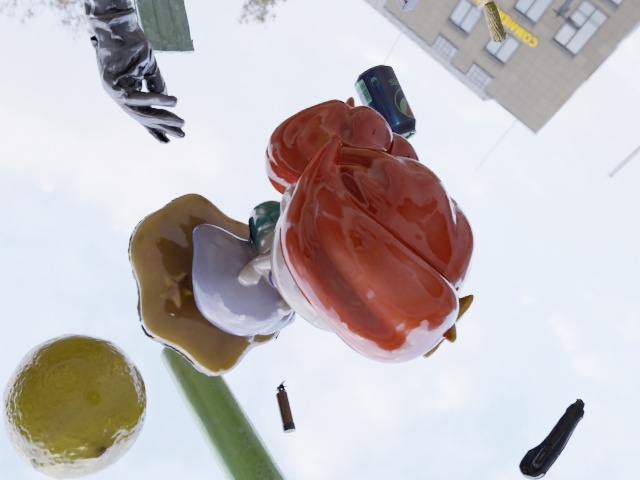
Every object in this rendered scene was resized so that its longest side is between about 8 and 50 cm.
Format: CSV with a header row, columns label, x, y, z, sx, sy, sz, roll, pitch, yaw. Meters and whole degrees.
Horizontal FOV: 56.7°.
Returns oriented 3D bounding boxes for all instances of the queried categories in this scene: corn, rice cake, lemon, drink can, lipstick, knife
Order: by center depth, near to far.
label,x,y,z,sx,sy,sz,roll,pitch,yaw
knife,0.292,0.248,0.741,0.018,0.121,0.031,40,176,-38
lemon,-0.326,0.215,0.793,0.178,0.178,0.203,-13,-141,-32
lipstick,-0.142,0.272,0.878,0.076,0.076,0.304,-16,-127,-34
corn,0.321,-0.397,1.087,0.083,0.028,0.027,61,-154,-30
rice cake,-0.354,-0.523,1.317,0.124,0.038,0.211,-10,-79,-29
drink can,0.175,-0.357,1.583,0.118,0.118,0.205,-20,-95,-35

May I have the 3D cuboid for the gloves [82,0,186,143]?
label,x,y,z,sx,sy,sz,roll,pitch,yaw
gloves,-0.312,-0.290,0.998,0.119,0.285,0.142,-12,-147,16

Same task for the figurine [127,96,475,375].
label,x,y,z,sx,sy,sz,roll,pitch,yaw
figurine,-0.006,-0.003,0.443,0.208,0.257,0.181,-29,-80,-48

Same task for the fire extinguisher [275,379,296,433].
label,x,y,z,sx,sy,sz,roll,pitch,yaw
fire extinguisher,-0.057,0.274,0.979,0.022,0.028,0.083,38,-150,-53

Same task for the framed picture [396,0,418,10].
label,x,y,z,sx,sy,sz,roll,pitch,yaw
framed picture,0.131,-0.426,0.821,0.023,0.168,0.128,-19,-101,-25
